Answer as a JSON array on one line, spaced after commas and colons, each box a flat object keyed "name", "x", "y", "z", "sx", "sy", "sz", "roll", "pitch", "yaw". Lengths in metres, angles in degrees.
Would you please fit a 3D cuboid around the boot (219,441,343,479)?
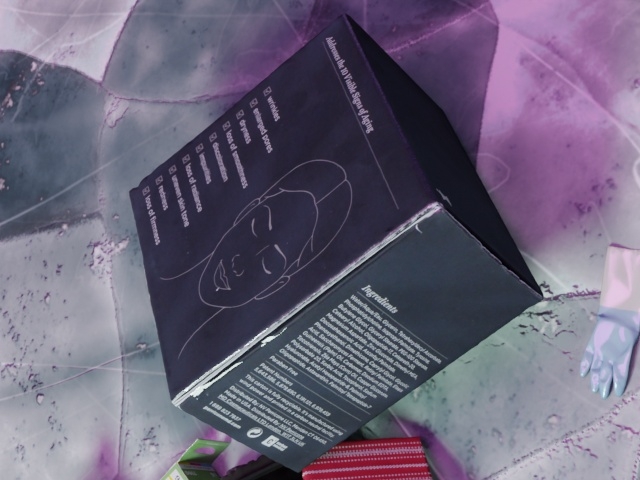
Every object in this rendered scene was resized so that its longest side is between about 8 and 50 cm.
[{"name": "boot", "x": -0.038, "y": 0.456, "z": 1.805, "sx": 0.348, "sy": 0.131, "sz": 0.260, "roll": -31, "pitch": 57, "yaw": -17}]

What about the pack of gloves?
[{"name": "pack of gloves", "x": 0.479, "y": 0.129, "z": 1.713, "sx": 0.195, "sy": 0.046, "sz": 0.232, "roll": 11, "pitch": 82, "yaw": 31}]

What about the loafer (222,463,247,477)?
[{"name": "loafer", "x": -0.077, "y": 0.482, "z": 1.911, "sx": 0.109, "sy": 0.095, "sz": 0.302, "roll": -44, "pitch": 60, "yaw": 13}]

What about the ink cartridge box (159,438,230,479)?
[{"name": "ink cartridge box", "x": -0.230, "y": 0.432, "z": 2.005, "sx": 0.209, "sy": 0.109, "sz": 0.062, "roll": -49, "pitch": 60, "yaw": 10}]

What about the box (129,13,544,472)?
[{"name": "box", "x": 0.000, "y": 0.000, "z": 1.802, "sx": 0.471, "sy": 0.297, "sz": 0.480, "roll": -39, "pitch": 42, "yaw": 18}]

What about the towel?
[{"name": "towel", "x": 0.081, "y": 0.407, "z": 1.746, "sx": 0.198, "sy": 0.031, "sz": 0.275, "roll": -2, "pitch": 41, "yaw": -9}]
